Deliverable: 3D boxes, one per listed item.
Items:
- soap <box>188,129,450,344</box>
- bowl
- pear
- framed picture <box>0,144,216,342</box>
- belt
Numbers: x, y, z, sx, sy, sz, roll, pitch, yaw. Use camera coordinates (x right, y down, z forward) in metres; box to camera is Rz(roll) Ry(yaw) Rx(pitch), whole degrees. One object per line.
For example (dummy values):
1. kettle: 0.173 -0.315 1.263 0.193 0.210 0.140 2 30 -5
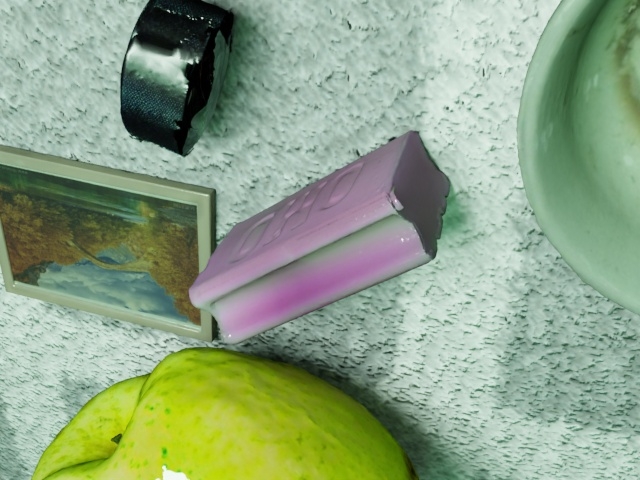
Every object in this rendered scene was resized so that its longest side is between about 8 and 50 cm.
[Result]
1. soap: 0.000 0.000 0.568 0.203 0.122 0.066 -26 111 29
2. bowl: 0.264 -0.089 0.399 0.289 0.146 0.289 12 131 14
3. pear: -0.091 0.282 0.645 0.390 0.391 0.391 9 124 13
4. framed picture: -0.223 0.004 0.711 0.249 0.016 0.184 13 124 11
5. belt: -0.109 -0.125 0.530 0.058 0.105 0.140 22 152 -1
